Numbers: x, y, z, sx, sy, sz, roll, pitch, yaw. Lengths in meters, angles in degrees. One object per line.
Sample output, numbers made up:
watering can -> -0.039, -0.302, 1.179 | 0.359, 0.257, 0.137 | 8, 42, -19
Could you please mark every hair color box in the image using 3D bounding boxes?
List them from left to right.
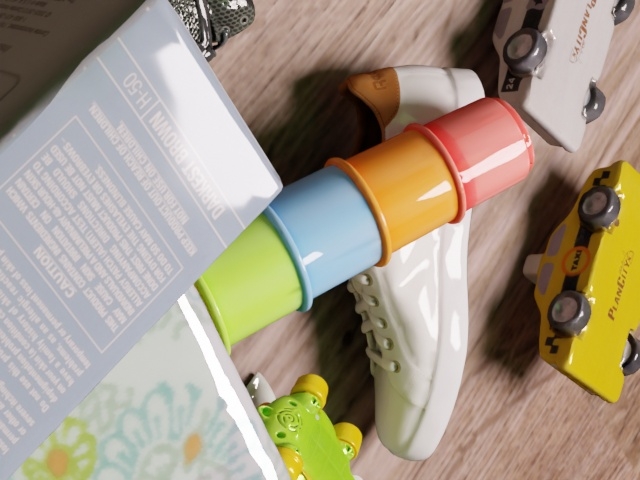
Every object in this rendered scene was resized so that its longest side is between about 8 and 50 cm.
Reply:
hair color box -> -0.212, 0.050, 0.629 | 0.374, 0.185, 0.114 | -47, 126, -22

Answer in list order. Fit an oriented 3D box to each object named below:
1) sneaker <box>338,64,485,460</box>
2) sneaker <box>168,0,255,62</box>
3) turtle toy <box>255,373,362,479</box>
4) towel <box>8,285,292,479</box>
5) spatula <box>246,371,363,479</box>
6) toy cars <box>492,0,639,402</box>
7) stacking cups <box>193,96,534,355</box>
sneaker -> 0.041, 0.017, 1.140 | 0.123, 0.106, 0.290 | 2, 96, -17
sneaker -> -0.102, -0.105, 0.986 | 0.130, 0.087, 0.228 | 1, 88, -36
turtle toy -> -0.014, 0.162, 1.087 | 0.130, 0.066, 0.095 | 57, 34, -27
towel -> -0.197, 0.113, 0.807 | 0.320, 0.090, 0.374 | -33, 107, -27
spatula -> -0.062, 0.237, 1.103 | 0.242, 0.019, 0.168 | -55, 127, -24
toy cars -> 0.198, -0.067, 1.268 | 0.176, 0.087, 0.394 | -21, 105, -44
stacking cups -> 0.000, 0.000, 1.014 | 0.316, 0.096, 0.096 | -25, 112, -16
